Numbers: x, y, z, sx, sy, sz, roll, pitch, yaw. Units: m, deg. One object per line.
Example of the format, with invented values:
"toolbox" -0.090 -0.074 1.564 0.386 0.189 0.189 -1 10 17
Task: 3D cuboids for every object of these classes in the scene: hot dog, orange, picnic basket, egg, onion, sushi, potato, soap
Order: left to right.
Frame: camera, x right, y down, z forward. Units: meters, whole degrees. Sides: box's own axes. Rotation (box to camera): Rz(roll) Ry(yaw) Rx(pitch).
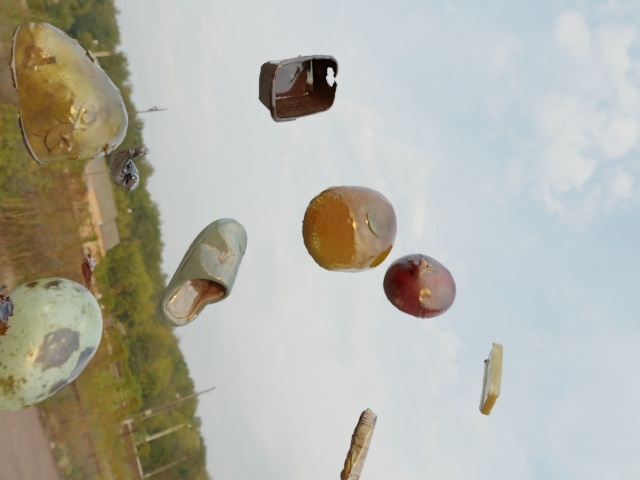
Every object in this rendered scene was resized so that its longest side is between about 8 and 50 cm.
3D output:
"sushi" -0.445 0.094 0.695 0.099 0.047 0.050 49 3 35
"egg" -0.454 0.164 0.825 0.231 0.169 0.169 -76 179 -45
"potato" -0.544 -0.326 1.144 0.246 0.196 0.300 -153 -124 -80
"picnic basket" -0.088 -0.541 1.757 0.129 0.296 0.223 36 -47 34
"orange" 0.111 -0.032 1.524 0.196 0.334 0.263 10 -87 41
"hot dog" 0.130 0.684 1.703 0.131 0.069 0.253 75 34 -71
"onion" 0.330 0.146 1.685 0.161 0.248 0.248 117 -45 -70
"soap" 0.525 0.421 1.566 0.037 0.252 0.092 18 -61 13

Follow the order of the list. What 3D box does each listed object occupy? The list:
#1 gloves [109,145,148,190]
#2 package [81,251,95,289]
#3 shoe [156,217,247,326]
"gloves" -0.632 -0.231 1.675 0.285 0.119 0.142 -34 -108 55
"package" -0.595 0.070 1.302 0.077 0.033 0.110 -66 -152 10
"shoe" -0.215 0.066 1.002 0.100 0.251 0.103 15 -26 43
